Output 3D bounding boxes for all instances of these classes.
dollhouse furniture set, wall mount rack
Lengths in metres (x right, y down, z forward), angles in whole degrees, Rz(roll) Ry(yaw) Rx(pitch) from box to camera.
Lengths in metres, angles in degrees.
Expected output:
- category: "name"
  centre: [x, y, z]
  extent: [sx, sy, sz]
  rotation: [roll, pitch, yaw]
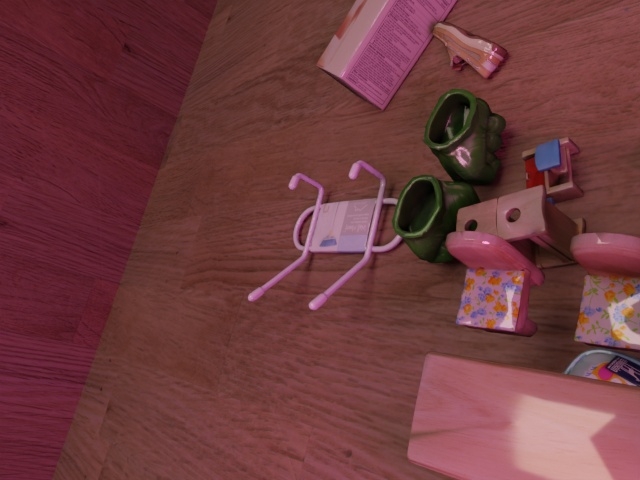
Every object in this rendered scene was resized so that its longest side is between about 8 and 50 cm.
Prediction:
- category: "dollhouse furniture set"
  centre: [0.227, 0.164, 0.397]
  extent: [0.395, 0.257, 0.361]
  rotation: [0, 70, 44]
- category: "dollhouse furniture set"
  centre: [0.285, -0.062, 0.740]
  extent: [0.129, 0.129, 0.183]
  rotation: [-17, 59, 45]
- category: "wall mount rack"
  centre: [0.000, 0.000, 1.050]
  extent: [0.350, 0.131, 0.303]
  rotation: [-2, 69, 51]

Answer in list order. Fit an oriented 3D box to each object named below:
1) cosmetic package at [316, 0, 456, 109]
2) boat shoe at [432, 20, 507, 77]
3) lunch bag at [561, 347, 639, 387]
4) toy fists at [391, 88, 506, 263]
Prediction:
- category: "cosmetic package"
  centre: [0.144, -0.459, 1.122]
  extent: [0.296, 0.153, 0.129]
  rotation: [-54, 39, 12]
- category: "boat shoe"
  centre: [0.269, -0.365, 0.992]
  extent: [0.072, 0.068, 0.190]
  rotation: [-63, 35, 23]
- category: "lunch bag"
  centre: [0.323, 0.261, 0.526]
  extent: [0.224, 0.108, 0.279]
  rotation: [35, 97, 53]
- category: "toy fists"
  centre: [0.219, -0.097, 0.835]
  extent: [0.096, 0.142, 0.278]
  rotation: [15, 82, 39]
